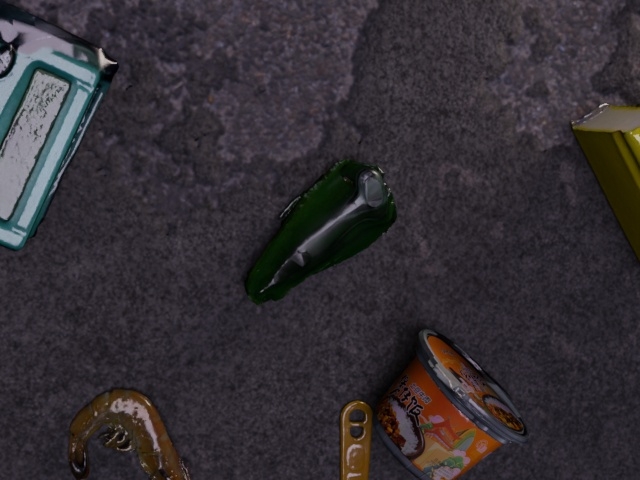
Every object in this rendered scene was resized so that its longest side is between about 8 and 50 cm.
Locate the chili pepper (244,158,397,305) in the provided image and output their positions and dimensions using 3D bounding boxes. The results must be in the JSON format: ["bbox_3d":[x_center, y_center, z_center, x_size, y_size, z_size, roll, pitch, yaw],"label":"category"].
[{"bbox_3d":[0.000,-0.001,1.359,0.216,0.062,0.108,-42,104,-2],"label":"chili pepper"}]

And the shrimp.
[{"bbox_3d":[-0.227,0.265,1.361,0.124,0.034,0.178,-26,101,-5],"label":"shrimp"}]

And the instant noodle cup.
[{"bbox_3d":[0.142,0.210,1.377,0.125,0.178,0.208,-45,137,12],"label":"instant noodle cup"}]

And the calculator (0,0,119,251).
[{"bbox_3d":[-0.392,-0.145,1.253,0.274,0.058,0.248,25,91,-14],"label":"calculator"}]

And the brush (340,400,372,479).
[{"bbox_3d":[0.041,0.332,1.441,0.103,0.013,0.272,0,97,-13],"label":"brush"}]

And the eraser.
[{"bbox_3d":[0.405,-0.056,1.391,0.069,0.158,0.226,-33,104,-9],"label":"eraser"}]
